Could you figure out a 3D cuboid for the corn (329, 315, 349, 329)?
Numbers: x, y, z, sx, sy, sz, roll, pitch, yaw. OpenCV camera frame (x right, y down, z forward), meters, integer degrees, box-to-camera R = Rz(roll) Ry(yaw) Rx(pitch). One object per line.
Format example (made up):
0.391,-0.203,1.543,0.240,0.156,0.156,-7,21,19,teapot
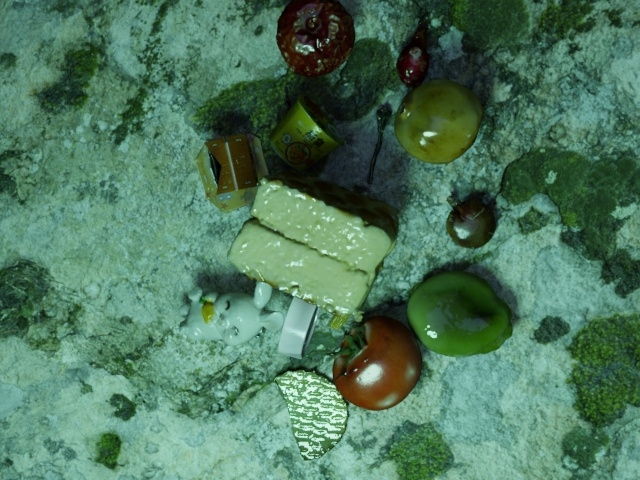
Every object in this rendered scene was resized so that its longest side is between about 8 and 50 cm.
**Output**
0.061,0.219,1.960,0.037,0.037,0.092,35,95,4,corn

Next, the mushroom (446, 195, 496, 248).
0.405,-0.056,1.870,0.135,0.080,0.170,-43,91,-1,mushroom

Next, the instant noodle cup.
-0.046,-0.285,1.872,0.144,0.182,0.182,-41,88,19,instant noodle cup

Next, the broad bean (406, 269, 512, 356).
0.382,0.201,1.867,0.291,0.119,0.238,7,84,3,broad bean

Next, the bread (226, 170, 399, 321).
0.000,0.000,1.780,0.371,0.390,0.279,23,102,7,bread

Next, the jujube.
-0.010,-0.540,1.811,0.213,0.232,0.213,0,94,3,jujube

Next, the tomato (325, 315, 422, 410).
0.153,0.334,1.855,0.224,0.256,0.256,41,99,-13,tomato

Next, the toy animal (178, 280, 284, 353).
-0.246,0.202,1.904,0.325,0.154,0.208,-24,66,18,toy animal

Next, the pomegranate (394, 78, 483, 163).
0.309,-0.307,1.791,0.233,0.233,0.233,1,95,8,pomegranate

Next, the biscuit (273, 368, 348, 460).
-0.012,0.497,1.992,0.187,0.036,0.273,-16,92,9,biscuit

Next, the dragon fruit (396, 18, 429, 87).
0.256,-0.513,1.851,0.094,0.094,0.190,9,91,7,dragon fruit

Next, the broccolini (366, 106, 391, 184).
0.164,-0.265,1.914,0.044,0.042,0.218,10,102,6,broccolini

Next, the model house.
-0.259,-0.190,1.920,0.207,0.136,0.219,-10,93,7,model house

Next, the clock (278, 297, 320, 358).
-0.054,0.228,1.895,0.068,0.197,0.196,18,97,7,clock

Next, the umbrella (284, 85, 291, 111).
-0.090,-0.365,1.942,0.022,0.022,0.148,-3,99,4,umbrella
